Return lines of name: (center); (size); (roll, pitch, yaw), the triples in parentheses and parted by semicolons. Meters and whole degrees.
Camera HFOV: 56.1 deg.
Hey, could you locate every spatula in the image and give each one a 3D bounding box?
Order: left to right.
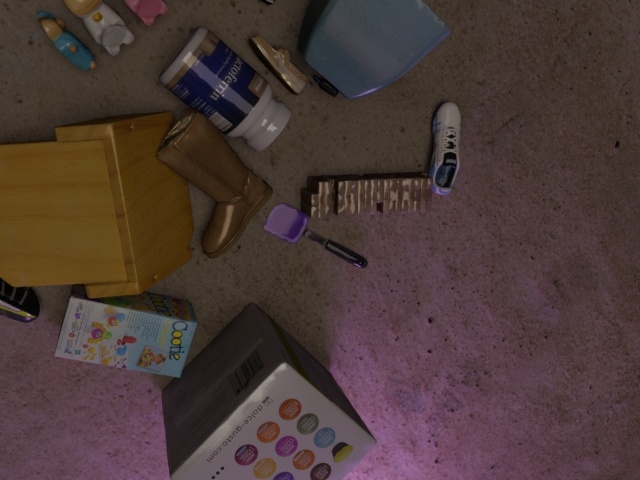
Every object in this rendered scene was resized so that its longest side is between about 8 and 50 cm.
spatula: (0.000, 0.000, 1.528); (0.296, 0.030, 0.084); (27, 93, -23)

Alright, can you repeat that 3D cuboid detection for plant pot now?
plant pot: (0.085, -0.462, 1.321); (0.247, 0.248, 0.252); (36, 108, -24)

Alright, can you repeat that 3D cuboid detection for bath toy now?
bath toy: (-0.394, -0.504, 1.211); (0.348, 0.129, 0.151); (-37, 157, -4)

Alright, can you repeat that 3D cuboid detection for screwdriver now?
screwdriver: (-0.026, -0.396, 1.418); (0.170, 0.024, 0.025); (37, 62, -17)

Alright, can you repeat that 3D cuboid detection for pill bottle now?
pill bottle: (-0.201, -0.320, 1.306); (0.264, 0.153, 0.153); (37, 91, -24)

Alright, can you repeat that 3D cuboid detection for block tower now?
block tower: (0.124, -0.116, 1.504); (0.335, 0.097, 0.091); (-5, 107, -18)

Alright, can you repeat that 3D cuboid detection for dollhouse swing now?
dollhouse swing: (-0.495, -0.083, 1.296); (0.304, 0.315, 0.347); (1, 108, 18)

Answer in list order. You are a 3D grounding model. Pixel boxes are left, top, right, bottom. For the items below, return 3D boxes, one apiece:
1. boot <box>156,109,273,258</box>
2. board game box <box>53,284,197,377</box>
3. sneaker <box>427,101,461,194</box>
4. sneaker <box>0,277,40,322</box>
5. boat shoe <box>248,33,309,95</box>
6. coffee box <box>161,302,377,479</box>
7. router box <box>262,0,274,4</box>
boot: (-0.263, -0.118, 1.341); (0.236, 0.089, 0.269); (-54, 131, -7)
board game box: (-0.442, 0.198, 1.376); (0.275, 0.142, 0.144); (16, 99, -21)
sneaker: (0.328, -0.235, 1.543); (0.085, 0.086, 0.237); (0, 104, -17)
sneaker: (-0.758, 0.117, 1.283); (0.299, 0.111, 0.121); (24, 113, -21)
boat shoe: (-0.092, -0.409, 1.369); (0.059, 0.063, 0.170); (-48, 123, -3)
coffee box: (-0.135, 0.424, 1.436); (0.337, 0.338, 0.334); (-45, 114, -2)
router box: (-0.157, -0.613, 1.295); (0.178, 0.046, 0.133); (22, 98, -23)
